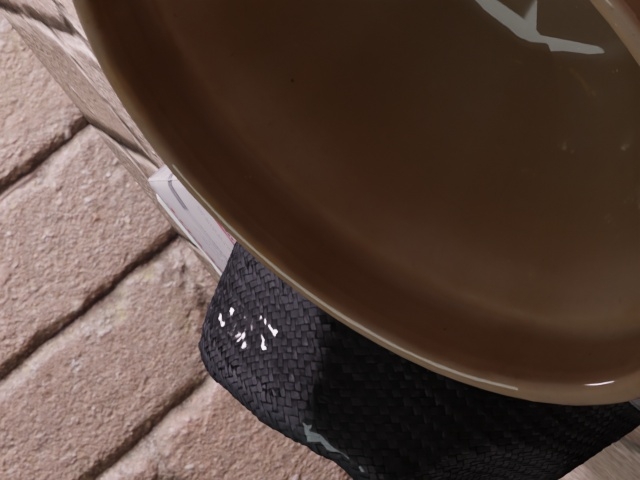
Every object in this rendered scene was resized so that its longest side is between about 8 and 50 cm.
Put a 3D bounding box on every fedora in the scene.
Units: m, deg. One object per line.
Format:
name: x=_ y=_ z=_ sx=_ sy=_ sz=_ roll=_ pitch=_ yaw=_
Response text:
fedora: x=0.046 y=0.041 z=0.748 sx=0.334 sy=0.152 sz=0.334 roll=39 pitch=-178 yaw=-2

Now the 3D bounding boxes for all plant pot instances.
plant pot: x=0.043 y=-0.068 z=0.501 sx=0.237 sy=0.110 sz=0.237 roll=30 pitch=150 yaw=20

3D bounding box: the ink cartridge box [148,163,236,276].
ink cartridge box: x=0.000 y=0.000 z=1.133 sx=0.207 sy=0.117 sz=0.283 roll=51 pitch=172 yaw=-10
